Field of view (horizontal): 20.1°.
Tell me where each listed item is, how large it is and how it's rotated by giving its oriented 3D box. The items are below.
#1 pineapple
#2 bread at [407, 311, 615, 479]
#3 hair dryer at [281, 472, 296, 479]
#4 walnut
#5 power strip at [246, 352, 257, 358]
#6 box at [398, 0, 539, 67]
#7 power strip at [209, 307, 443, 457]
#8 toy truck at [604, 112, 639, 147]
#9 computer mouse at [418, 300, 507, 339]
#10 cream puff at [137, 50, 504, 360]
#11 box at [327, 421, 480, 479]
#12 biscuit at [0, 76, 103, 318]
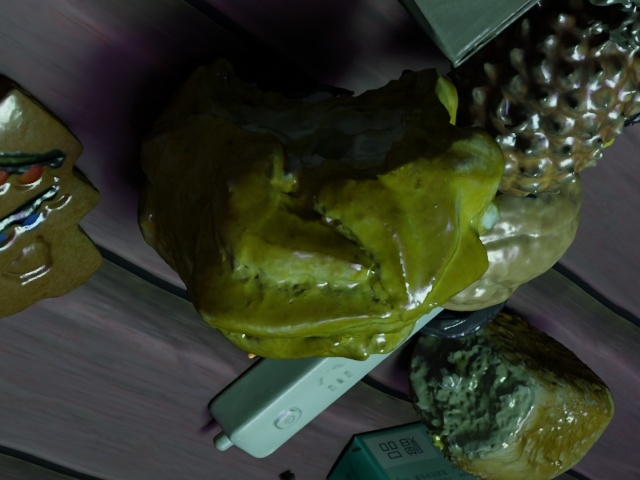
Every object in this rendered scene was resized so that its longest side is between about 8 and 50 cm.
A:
[{"bbox_3d":[0.249,-0.183,1.590,0.175,0.175,0.361,-2,146,-44],"label":"pineapple"},{"bbox_3d":[0.209,0.191,2.162,0.246,0.195,0.176,17,114,-52],"label":"bread"},{"bbox_3d":[-0.034,0.348,2.261,0.106,0.054,0.154,-52,143,-46],"label":"hair dryer"},{"bbox_3d":[0.151,-0.029,1.806,0.245,0.198,0.198,-17,144,-38],"label":"walnut"},{"bbox_3d":[-0.007,0.071,1.942,0.178,0.028,0.049,-37,149,1],"label":"power strip"},{"bbox_3d":[0.140,-0.293,1.484,0.231,0.155,0.149,-37,147,3],"label":"box"},{"bbox_3d":[0.031,0.109,2.000,0.385,0.062,0.091,-41,146,5],"label":"power strip"},{"bbox_3d":[0.267,-0.209,1.738,0.111,0.136,0.286,-24,145,-19],"label":"toy truck"},{"bbox_3d":[0.159,0.080,2.072,0.135,0.079,0.047,-28,131,-33],"label":"computer mouse"},{"bbox_3d":[-0.007,0.004,1.550,0.323,0.270,0.274,0,134,4],"label":"cream puff"},{"bbox_3d":[0.152,0.315,2.309,0.245,0.153,0.092,-5,137,-40],"label":"box"},{"bbox_3d":[-0.293,-0.012,1.527,0.278,0.043,0.301,-16,143,-32],"label":"biscuit"}]
